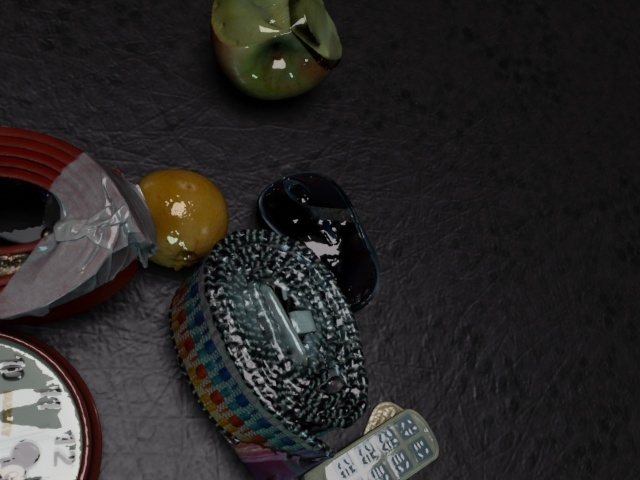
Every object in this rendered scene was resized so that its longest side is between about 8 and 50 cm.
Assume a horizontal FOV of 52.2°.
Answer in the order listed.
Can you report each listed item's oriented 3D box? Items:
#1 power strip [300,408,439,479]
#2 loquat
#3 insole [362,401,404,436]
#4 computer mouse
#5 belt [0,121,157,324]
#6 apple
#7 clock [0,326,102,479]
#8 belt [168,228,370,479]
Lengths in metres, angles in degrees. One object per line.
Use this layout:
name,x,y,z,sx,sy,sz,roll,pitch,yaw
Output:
power strip,0.065,0.308,0.883,0.227,0.029,0.080,-25,76,-25
loquat,-0.196,-0.029,0.881,0.141,0.141,0.141,7,67,-16
insole,0.061,0.337,0.893,0.081,0.011,0.247,30,62,-5
computer mouse,0.000,0.000,0.959,0.137,0.096,0.233,-31,82,-26
belt,-0.357,-0.016,0.769,0.324,0.115,0.227,-5,82,4
apple,-0.071,-0.324,1.026,0.207,0.173,0.188,1,49,-17
clock,-0.412,0.247,0.732,0.319,0.080,0.318,9,62,-17
belt,-0.067,0.141,0.851,0.207,0.160,0.295,-26,80,-43
